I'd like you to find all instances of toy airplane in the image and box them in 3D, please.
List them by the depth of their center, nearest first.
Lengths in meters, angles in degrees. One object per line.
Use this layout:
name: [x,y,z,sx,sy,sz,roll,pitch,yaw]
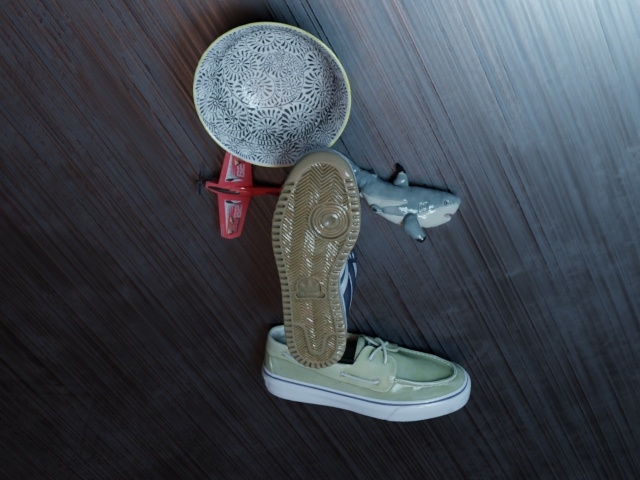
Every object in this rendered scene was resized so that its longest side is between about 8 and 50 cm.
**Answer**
toy airplane: [-0.083,-0.065,0.963,0.151,0.028,0.151,2,128,3]

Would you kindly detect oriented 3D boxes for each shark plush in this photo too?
shark plush: [0.090,-0.064,0.953,0.161,0.073,0.067,33,104,6]

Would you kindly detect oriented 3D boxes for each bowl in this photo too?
bowl: [-0.050,-0.173,0.849,0.170,0.080,0.170,2,126,3]

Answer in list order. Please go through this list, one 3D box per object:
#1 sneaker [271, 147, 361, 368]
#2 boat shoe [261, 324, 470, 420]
sneaker: [0.000,0.000,0.937,0.099,0.153,0.282,4,119,4]
boat shoe: [0.062,0.183,1.084,0.302,0.109,0.094,3,124,6]
